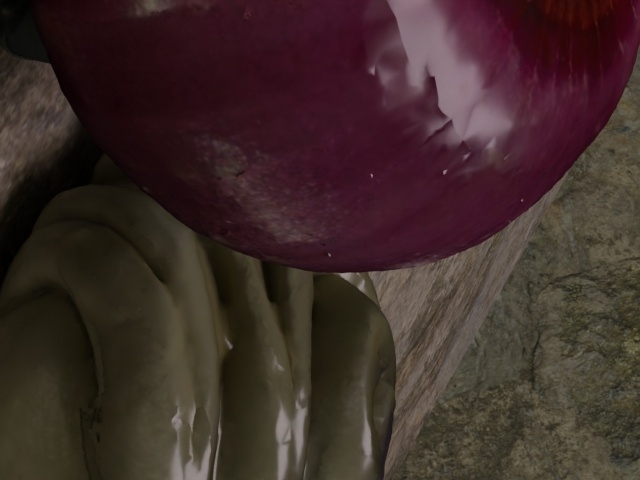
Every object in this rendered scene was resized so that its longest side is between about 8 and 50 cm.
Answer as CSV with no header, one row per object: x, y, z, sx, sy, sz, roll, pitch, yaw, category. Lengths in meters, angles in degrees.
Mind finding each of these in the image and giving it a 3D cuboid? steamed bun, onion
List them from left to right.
-0.078,0.112,1.188,0.339,0.247,0.352,-62,172,-7,steamed bun
0.030,-0.157,0.880,0.345,0.358,0.358,24,-92,59,onion

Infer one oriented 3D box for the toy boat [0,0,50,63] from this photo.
-0.087,-0.157,1.040,0.260,0.085,0.078,-35,150,-45,toy boat
